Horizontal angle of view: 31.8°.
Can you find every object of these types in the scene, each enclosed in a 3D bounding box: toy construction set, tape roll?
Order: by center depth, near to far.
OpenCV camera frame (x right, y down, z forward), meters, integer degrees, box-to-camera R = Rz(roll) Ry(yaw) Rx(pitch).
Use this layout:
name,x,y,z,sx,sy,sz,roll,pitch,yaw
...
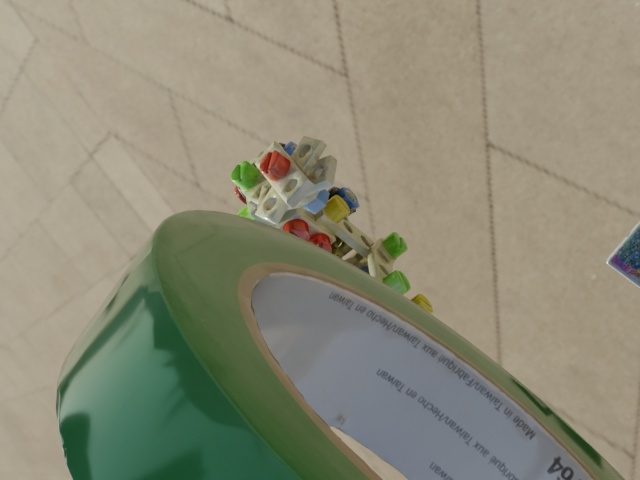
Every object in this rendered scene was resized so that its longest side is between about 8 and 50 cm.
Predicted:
name,x,y,z,sx,sy,sz,roll,pitch,yaw
tape roll,0.040,0.112,0.502,0.321,0.077,0.321,34,-166,-10
toy construction set,0.000,0.000,1.300,0.327,0.151,0.215,54,-165,-40

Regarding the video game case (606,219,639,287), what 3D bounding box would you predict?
name,x,y,z,sx,sy,sz,roll,pitch,yaw
video game case,0.449,0.019,1.341,0.157,0.019,0.143,37,114,3

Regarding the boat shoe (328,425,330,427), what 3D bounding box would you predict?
name,x,y,z,sx,sy,sz,roll,pitch,yaw
boat shoe,-0.100,0.288,1.545,0.340,0.127,0.158,-21,152,28
